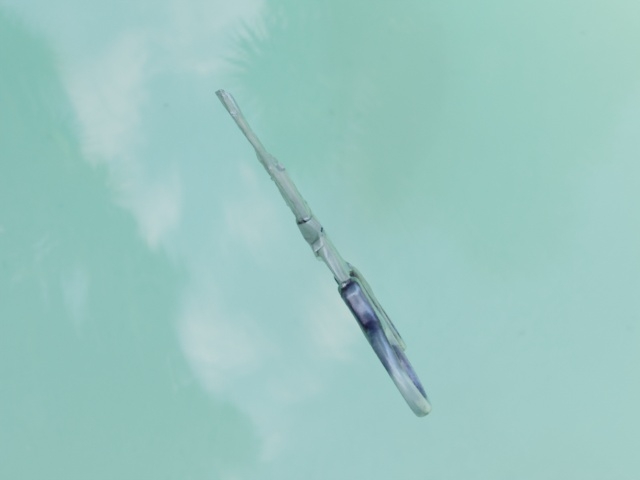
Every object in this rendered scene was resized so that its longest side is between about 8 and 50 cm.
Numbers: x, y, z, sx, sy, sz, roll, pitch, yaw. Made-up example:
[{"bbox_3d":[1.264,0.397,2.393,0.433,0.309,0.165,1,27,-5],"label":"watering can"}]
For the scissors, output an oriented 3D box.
[{"bbox_3d":[0.000,0.000,1.081,0.029,0.383,0.256,-32,15,5],"label":"scissors"}]
